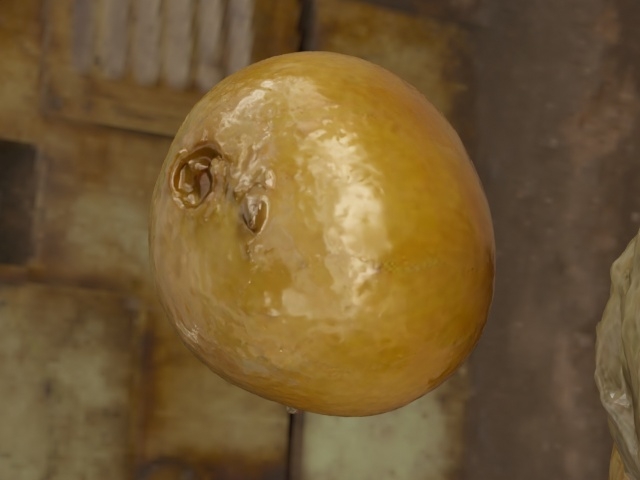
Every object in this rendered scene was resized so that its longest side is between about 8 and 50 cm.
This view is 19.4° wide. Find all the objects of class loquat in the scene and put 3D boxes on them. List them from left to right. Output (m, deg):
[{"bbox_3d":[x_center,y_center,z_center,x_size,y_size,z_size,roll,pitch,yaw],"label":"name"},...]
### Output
[{"bbox_3d":[0.000,0.000,0.716,0.141,0.141,0.141,-13,73,51],"label":"loquat"}]

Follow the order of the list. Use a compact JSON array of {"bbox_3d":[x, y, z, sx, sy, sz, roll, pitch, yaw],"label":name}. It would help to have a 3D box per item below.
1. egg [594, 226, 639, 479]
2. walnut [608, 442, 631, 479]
[{"bbox_3d":[0.239,0.063,0.668,0.279,0.310,0.279,-27,31,18],"label":"egg"},{"bbox_3d":[0.331,0.165,1.070,0.354,0.398,0.308,-29,57,3],"label":"walnut"}]
